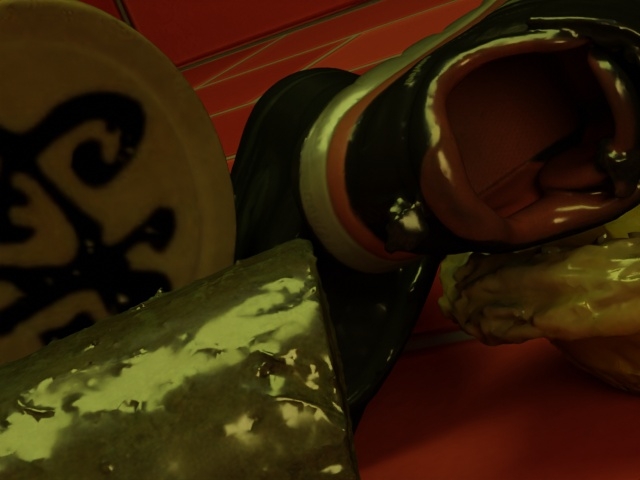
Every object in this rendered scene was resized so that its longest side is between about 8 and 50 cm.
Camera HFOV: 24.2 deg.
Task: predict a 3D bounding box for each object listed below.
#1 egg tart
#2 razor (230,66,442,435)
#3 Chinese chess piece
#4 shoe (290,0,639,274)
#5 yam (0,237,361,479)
[{"bbox_3d":[0.199,-0.005,0.750,0.288,0.118,0.288,-20,15,5],"label":"egg tart"},{"bbox_3d":[0.001,0.000,0.931,0.114,0.204,0.349,20,9,-11],"label":"razor"},{"bbox_3d":[-0.167,-0.008,0.811,0.257,0.257,0.104,-33,18,-37],"label":"Chinese chess piece"},{"bbox_3d":[0.127,-0.078,0.684,0.291,0.114,0.137,-31,14,-18],"label":"shoe"},{"bbox_3d":[-0.100,0.118,0.678,0.268,0.161,0.161,-23,13,-5],"label":"yam"}]
